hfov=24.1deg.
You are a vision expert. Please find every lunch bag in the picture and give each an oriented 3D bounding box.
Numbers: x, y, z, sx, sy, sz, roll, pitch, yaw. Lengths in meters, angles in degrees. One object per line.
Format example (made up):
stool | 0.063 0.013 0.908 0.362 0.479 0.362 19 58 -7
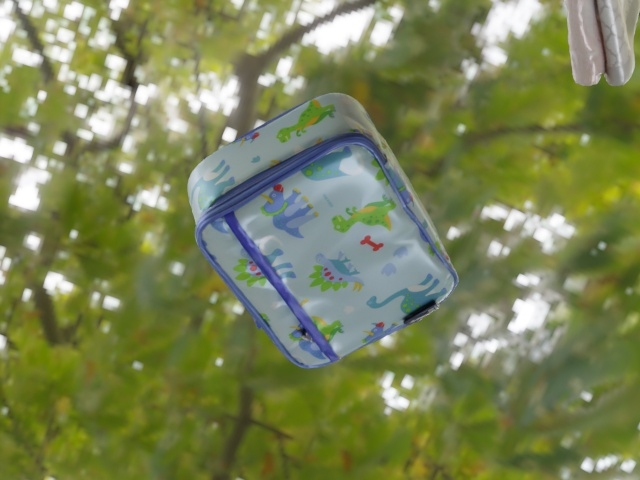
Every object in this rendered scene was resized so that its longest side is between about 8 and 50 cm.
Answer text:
lunch bag | 0.000 0.000 1.243 0.219 0.176 0.090 57 -171 -40

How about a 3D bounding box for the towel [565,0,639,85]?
towel | 0.239 -0.339 1.257 0.053 0.317 0.332 -1 -144 16
